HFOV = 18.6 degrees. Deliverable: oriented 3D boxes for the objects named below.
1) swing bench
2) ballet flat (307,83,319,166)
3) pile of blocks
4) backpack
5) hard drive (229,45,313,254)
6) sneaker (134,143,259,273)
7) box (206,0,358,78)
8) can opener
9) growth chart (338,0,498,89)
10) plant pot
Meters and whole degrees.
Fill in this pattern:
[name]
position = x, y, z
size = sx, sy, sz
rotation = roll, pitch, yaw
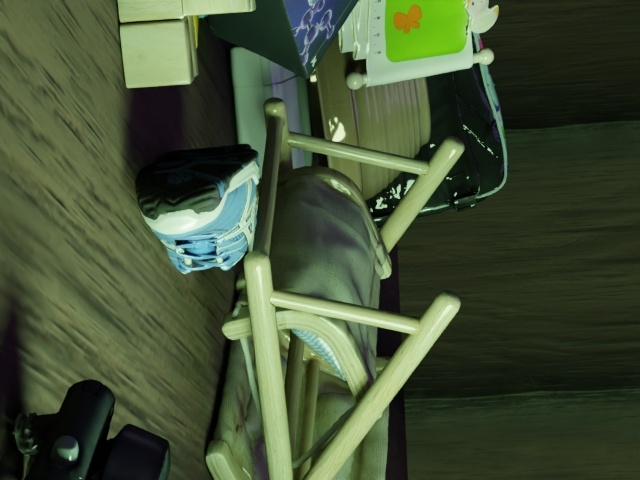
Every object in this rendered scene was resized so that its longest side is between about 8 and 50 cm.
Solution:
[swing bench]
position = 0.003, 0.068, 1.525
size = 0.253, 0.165, 0.255
rotation = -85, -172, -59
[ballet flat]
position = -0.013, -0.146, 2.065
size = 0.084, 0.058, 0.250
rotation = -14, 97, -48
[pile of blocks]
position = -0.067, -0.250, 1.335
size = 0.149, 0.112, 0.362
rotation = 74, 14, -62
[backpack]
position = 0.084, -0.154, 2.161
size = 0.191, 0.225, 0.254
rotation = -96, 173, -83
[hard drive]
position = -0.033, -0.006, 1.802
size = 0.233, 0.047, 0.353
rotation = -54, 141, -81
[sneaker]
position = -0.073, -0.018, 1.293
size = 0.211, 0.080, 0.081
rotation = -46, 131, -81
[box]
position = 0.005, -0.287, 1.528
size = 0.261, 0.103, 0.184
rotation = -58, 164, -16
[can opener]
position = -0.121, 0.128, 0.881
size = 0.186, 0.073, 0.059
rotation = -65, 160, -59
[growth chart]
position = 0.081, -0.245, 1.753
size = 0.021, 0.172, 0.237
rotation = -131, -154, -54
[plant pot]
position = 0.045, -0.146, 1.906
size = 0.237, 0.109, 0.237
rotation = 171, -90, -89
